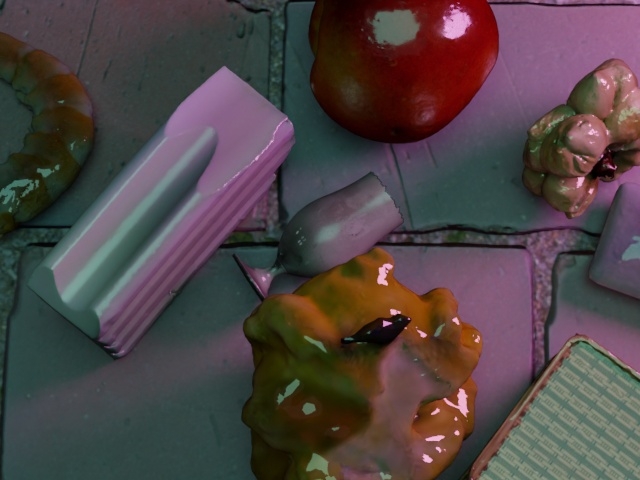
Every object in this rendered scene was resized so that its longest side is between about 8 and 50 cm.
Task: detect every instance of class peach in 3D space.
[{"bbox_3d":[0.102,-0.236,1.861,0.243,0.199,0.243,0,86,-5],"label":"peach"}]

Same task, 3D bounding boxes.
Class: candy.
[{"bbox_3d":[0.427,0.015,1.863,0.174,0.071,0.138,20,79,6],"label":"candy"}]

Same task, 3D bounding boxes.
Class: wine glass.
[{"bbox_3d":[0.000,0.000,1.865,0.202,0.093,0.093,-35,79,-5],"label":"wine glass"}]

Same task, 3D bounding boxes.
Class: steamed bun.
[{"bbox_3d":[0.336,-0.122,1.835,0.177,0.192,0.106,-39,65,-16],"label":"steamed bun"}]

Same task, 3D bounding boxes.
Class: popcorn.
[{"bbox_3d":[0.031,0.165,1.755,0.297,0.281,0.316,37,96,-22],"label":"popcorn"}]

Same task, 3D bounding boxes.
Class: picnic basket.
[{"bbox_3d":[0.284,0.295,1.753,0.228,0.175,0.313,38,81,8],"label":"picnic basket"}]

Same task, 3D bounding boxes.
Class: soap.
[{"bbox_3d":[-0.181,-0.031,1.816,0.115,0.208,0.347,39,82,9],"label":"soap"}]

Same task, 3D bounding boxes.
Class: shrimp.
[{"bbox_3d":[-0.378,-0.151,1.919,0.185,0.068,0.287,-13,76,-4],"label":"shrimp"}]
